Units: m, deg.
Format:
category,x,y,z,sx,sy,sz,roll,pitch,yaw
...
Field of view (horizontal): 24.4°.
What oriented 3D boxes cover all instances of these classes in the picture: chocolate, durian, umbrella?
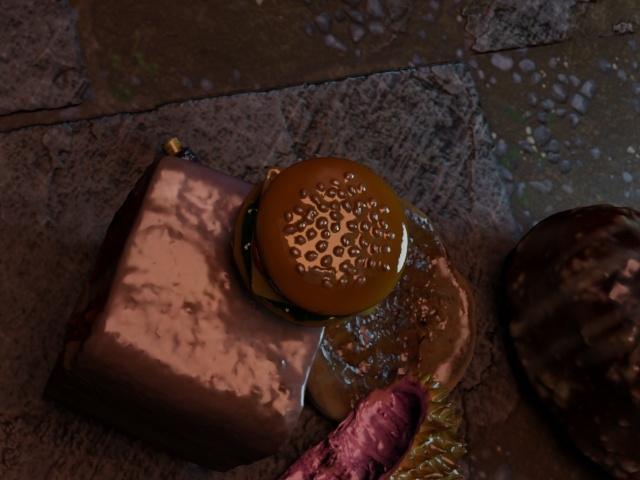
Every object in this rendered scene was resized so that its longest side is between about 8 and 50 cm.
category,x,y,z,sx,sy,sz,roll,pitch,yaw
chocolate,0.371,0.102,1.741,0.225,0.210,0.340,-20,73,-28
durian,0.069,0.270,1.624,0.260,0.154,0.186,-48,134,-7
umbrella,-0.134,-0.055,1.695,0.040,0.037,0.144,-33,91,-15

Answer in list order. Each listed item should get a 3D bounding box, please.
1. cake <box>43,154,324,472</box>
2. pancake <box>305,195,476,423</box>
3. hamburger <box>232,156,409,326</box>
category,x,y,z,sx,sy,sz,roll,pitch,yaw
cake,-0.131,0.083,1.504,0.230,0.309,0.237,25,68,-9
pancake,0.068,0.084,1.713,0.282,0.049,0.282,6,79,-32
hamburger,0.000,0.000,1.346,0.162,0.115,0.162,4,77,-18
